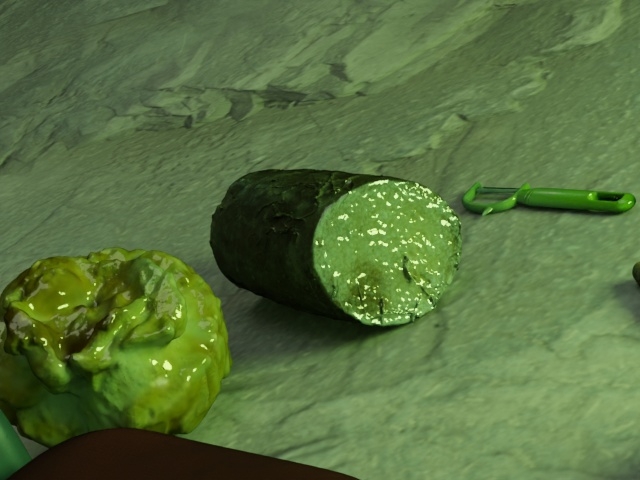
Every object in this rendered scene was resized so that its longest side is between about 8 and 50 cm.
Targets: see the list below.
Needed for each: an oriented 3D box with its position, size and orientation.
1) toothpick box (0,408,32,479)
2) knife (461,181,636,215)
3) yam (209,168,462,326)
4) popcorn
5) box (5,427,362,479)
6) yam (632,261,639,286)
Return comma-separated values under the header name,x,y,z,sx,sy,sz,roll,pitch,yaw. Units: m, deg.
name,x,y,z,sx,sy,sz,roll,pitch,yaw
toothpick box,-0.303,0.193,1.407,0.120,0.184,0.120,-20,23,9
knife,0.216,-0.037,1.648,0.212,0.015,0.054,5,36,47
yam,0.000,0.000,1.608,0.154,0.154,0.254,-36,28,-28
popcorn,-0.193,0.098,1.528,0.221,0.184,0.204,-5,39,8
box,-0.118,0.250,1.212,0.404,0.108,0.263,6,36,47
yam,0.283,0.046,1.401,0.021,0.021,0.116,-22,23,2
